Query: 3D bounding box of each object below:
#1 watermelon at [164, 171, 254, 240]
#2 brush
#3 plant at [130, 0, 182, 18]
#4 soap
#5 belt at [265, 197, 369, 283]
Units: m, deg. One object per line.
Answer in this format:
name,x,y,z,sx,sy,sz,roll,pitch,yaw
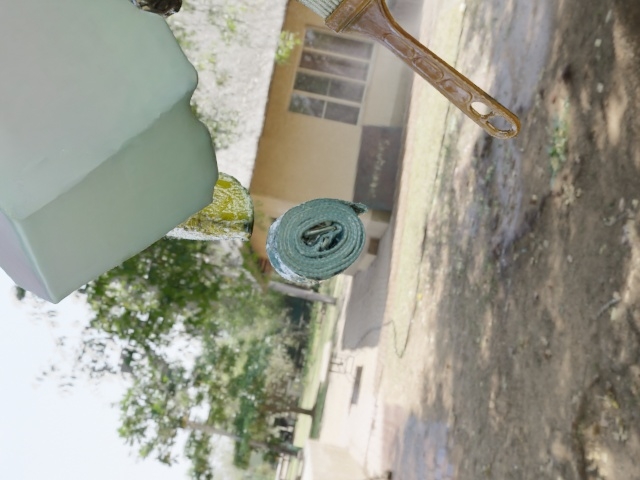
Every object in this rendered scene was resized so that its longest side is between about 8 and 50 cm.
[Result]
watermelon,-0.225,-0.053,0.965,0.129,0.301,0.123,-27,-57,-74
brush,0.098,-0.201,0.679,0.090,0.314,0.017,-26,34,60
plant,-0.251,-0.431,0.883,0.199,0.188,0.276,-43,-13,12
soap,-0.215,-0.107,0.403,0.115,0.347,0.208,-35,-45,-30
belt,-0.008,0.002,1.089,0.082,0.163,0.148,155,122,-68
